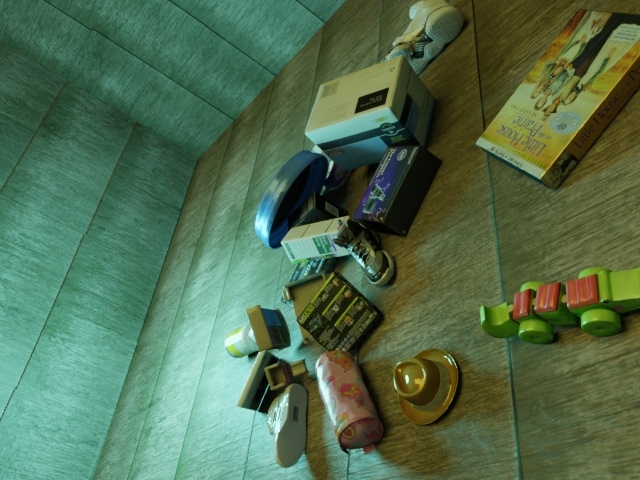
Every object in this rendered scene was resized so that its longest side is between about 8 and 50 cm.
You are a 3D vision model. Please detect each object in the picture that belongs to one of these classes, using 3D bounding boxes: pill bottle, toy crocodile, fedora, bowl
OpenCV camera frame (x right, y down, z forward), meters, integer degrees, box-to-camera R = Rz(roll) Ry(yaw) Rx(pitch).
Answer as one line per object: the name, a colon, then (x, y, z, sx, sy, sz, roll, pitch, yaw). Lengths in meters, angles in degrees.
pill bottle: (-0.263, 0.360, 2.147, 0.184, 0.103, 0.103, -31, 38, 44)
toy crocodile: (0.459, 0.120, 1.122, 0.340, 0.105, 0.115, -24, 43, 49)
fedora: (0.225, 0.323, 1.355, 0.194, 0.079, 0.194, -42, 31, 33)
bowl: (-0.107, -0.153, 2.167, 0.391, 0.077, 0.391, -54, -15, -21)

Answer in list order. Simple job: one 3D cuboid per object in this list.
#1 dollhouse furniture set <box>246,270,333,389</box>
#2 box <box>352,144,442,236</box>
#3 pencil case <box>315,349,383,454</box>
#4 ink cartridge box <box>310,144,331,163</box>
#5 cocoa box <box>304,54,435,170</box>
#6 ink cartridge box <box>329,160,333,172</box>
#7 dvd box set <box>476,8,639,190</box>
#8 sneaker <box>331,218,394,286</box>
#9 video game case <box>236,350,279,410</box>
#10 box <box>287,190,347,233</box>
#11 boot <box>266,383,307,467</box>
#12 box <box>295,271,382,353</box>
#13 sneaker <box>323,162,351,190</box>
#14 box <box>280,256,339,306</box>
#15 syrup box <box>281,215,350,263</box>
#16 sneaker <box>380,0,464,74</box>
dollhouse furniture set: (-0.032, 0.277, 1.848, 0.303, 0.198, 0.287, -22, 76, 11)
box: (0.231, -0.155, 1.809, 0.184, 0.103, 0.261, 14, 76, 60)
pencil case: (0.069, 0.405, 1.509, 0.124, 0.124, 0.284, -53, 28, 14)
ink cartridge box: (0.033, -0.403, 2.449, 0.180, 0.060, 0.104, -58, 26, 3)
cocoa box: (0.168, -0.410, 1.956, 0.347, 0.228, 0.232, -9, 55, 40)
ink cartridge box: (0.081, -0.310, 2.308, 0.115, 0.029, 0.063, -37, 34, 37)
dvd box set: (0.591, -0.350, 1.417, 0.420, 0.062, 0.308, -54, 27, 12)
sneaker: (0.117, 0.029, 1.758, 0.101, 0.153, 0.269, -51, 28, 18)
video game case: (-0.199, 0.452, 1.906, 0.022, 0.173, 0.191, 18, 75, 18)
box: (-0.009, -0.064, 2.073, 0.158, 0.155, 0.093, -41, 33, 33)
boot: (-0.105, 0.550, 1.712, 0.123, 0.095, 0.258, -46, 20, 37)
box: (0.051, 0.219, 1.687, 0.184, 0.045, 0.191, 42, 104, 23)
sneaker: (0.079, -0.294, 2.212, 0.236, 0.104, 0.095, -48, 30, 25)
box: (-0.039, 0.135, 2.040, 0.175, 0.051, 0.220, 10, 72, 62)
syrup box: (0.000, 0.000, 1.953, 0.236, 0.093, 0.096, -10, 28, 32)
sneaker: (0.350, -0.735, 2.157, 0.365, 0.137, 0.210, -37, 33, 29)
